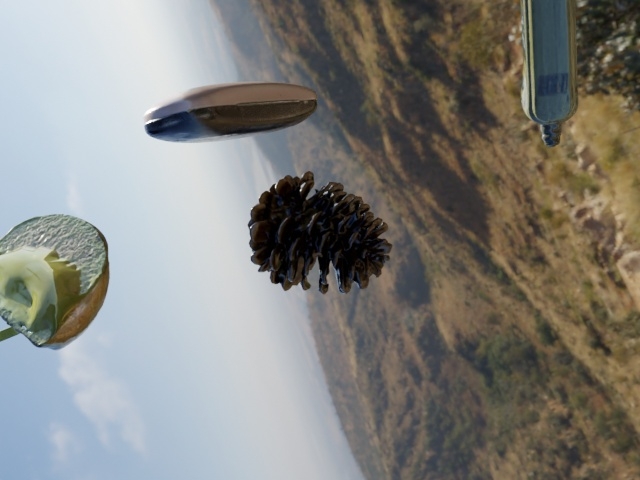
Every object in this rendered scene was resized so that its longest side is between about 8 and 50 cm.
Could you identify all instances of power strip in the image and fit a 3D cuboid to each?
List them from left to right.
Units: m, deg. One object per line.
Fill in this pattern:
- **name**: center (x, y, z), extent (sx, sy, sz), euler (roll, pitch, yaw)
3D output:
- **power strip**: center (0.260, -0.297, 0.838), extent (0.092, 0.066, 0.387), euler (-67, -32, -64)

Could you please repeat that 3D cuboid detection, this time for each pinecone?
- **pinecone**: center (0.002, 0.000, 1.382), extent (0.292, 0.246, 0.246), euler (23, 146, 27)

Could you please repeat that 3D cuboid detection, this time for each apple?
- **apple**: center (-0.406, 0.061, 1.106), extent (0.265, 0.193, 0.120), euler (25, 155, 36)

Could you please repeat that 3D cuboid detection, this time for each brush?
- **brush**: center (-0.569, 0.171, 1.256), extent (0.021, 0.083, 0.019), euler (-138, 25, -78)

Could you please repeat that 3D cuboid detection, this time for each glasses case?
- **glasses case**: center (-0.119, -0.185, 1.021), extent (0.314, 0.122, 0.075), euler (-21, -78, -55)
